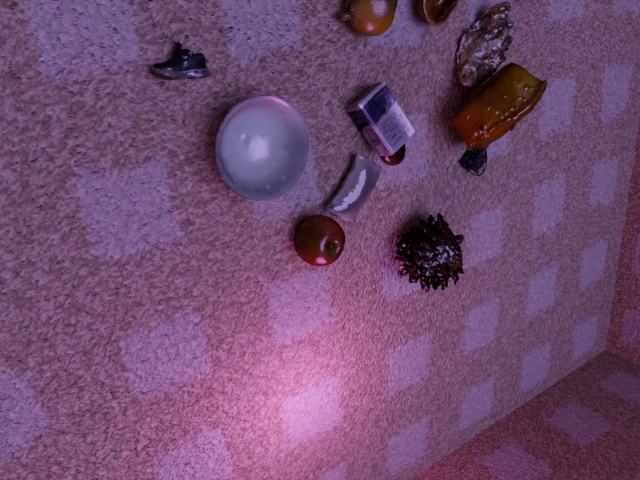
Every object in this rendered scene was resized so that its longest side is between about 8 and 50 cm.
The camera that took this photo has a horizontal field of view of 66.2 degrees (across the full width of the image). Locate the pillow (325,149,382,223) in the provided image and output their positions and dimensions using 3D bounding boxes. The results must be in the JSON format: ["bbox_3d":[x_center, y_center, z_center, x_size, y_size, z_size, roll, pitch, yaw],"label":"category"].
[{"bbox_3d":[0.123,-0.190,1.775,0.144,0.078,0.254,32,88,-36],"label":"pillow"}]

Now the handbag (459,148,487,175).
[{"bbox_3d":[0.675,-0.330,2.104,0.115,0.072,0.139,-54,131,-9],"label":"handbag"}]

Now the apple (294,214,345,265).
[{"bbox_3d":[0.000,0.000,1.706,0.181,0.168,0.180,-11,108,-36],"label":"apple"}]

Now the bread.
[{"bbox_3d":[0.678,-0.517,1.884,0.358,0.337,0.204,-42,95,-3],"label":"bread"}]

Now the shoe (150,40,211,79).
[{"bbox_3d":[-0.384,-0.492,1.343,0.169,0.071,0.099,-13,110,-34],"label":"shoe"}]

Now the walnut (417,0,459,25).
[{"bbox_3d":[0.402,-0.861,1.728,0.167,0.087,0.211,34,88,-43],"label":"walnut"}]

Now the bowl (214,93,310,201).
[{"bbox_3d":[-0.197,-0.286,1.487,0.313,0.146,0.313,-13,114,-31],"label":"bowl"}]

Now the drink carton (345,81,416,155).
[{"bbox_3d":[0.213,-0.420,1.719,0.134,0.102,0.222,-45,112,-15],"label":"drink carton"}]

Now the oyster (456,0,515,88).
[{"bbox_3d":[0.648,-0.739,1.917,0.238,0.115,0.351,41,81,-36],"label":"oyster"}]

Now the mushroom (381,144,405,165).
[{"bbox_3d":[0.276,-0.342,1.844,0.123,0.052,0.123,-10,110,-28],"label":"mushroom"}]

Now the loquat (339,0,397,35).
[{"bbox_3d":[0.156,-0.743,1.569,0.205,0.149,0.172,-20,118,-11],"label":"loquat"}]

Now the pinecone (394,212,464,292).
[{"bbox_3d":[0.437,0.062,1.966,0.296,0.242,0.298,-27,88,-8],"label":"pinecone"}]
